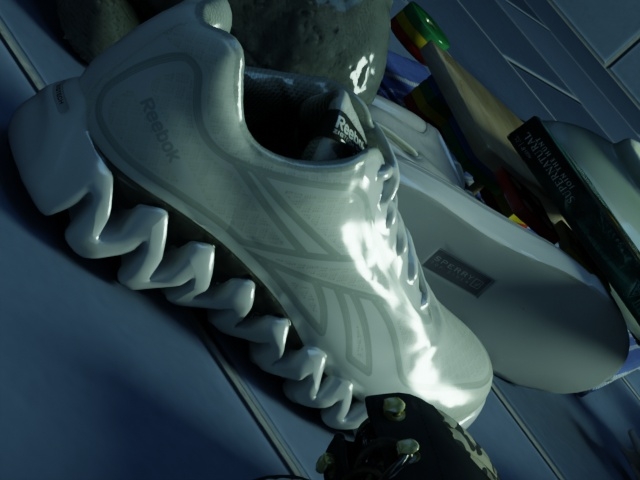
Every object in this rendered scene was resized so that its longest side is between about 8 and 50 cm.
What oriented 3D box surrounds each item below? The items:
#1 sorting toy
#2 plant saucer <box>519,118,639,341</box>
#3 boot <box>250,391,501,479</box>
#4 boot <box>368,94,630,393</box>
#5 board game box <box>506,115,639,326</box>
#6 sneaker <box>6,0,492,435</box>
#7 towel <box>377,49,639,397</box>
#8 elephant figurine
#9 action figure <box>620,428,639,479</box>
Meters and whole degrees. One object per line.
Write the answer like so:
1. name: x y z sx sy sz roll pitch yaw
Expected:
1. sorting toy: 0.124 -0.057 1.161 0.132 0.046 0.274 35 22 -39
2. plant saucer: 0.345 0.005 1.621 0.400 0.100 0.400 42 17 -16
3. boot: 0.022 0.117 0.577 0.236 0.085 0.178 44 13 -35
4. boot: 0.093 -0.007 1.010 0.258 0.095 0.123 36 27 -32
5. board game box: 0.197 0.013 1.051 0.186 0.026 0.126 60 12 27
6. sneaker: 0.000 0.000 0.731 0.292 0.118 0.110 36 18 -38
7. towel: 0.134 -0.021 1.276 0.336 0.040 0.243 53 16 12
8. elephant figurine: -0.075 -0.157 0.864 0.186 0.169 0.239 19 -5 45
9. action figure: 0.315 0.187 1.135 0.285 0.099 0.185 10 51 -58
